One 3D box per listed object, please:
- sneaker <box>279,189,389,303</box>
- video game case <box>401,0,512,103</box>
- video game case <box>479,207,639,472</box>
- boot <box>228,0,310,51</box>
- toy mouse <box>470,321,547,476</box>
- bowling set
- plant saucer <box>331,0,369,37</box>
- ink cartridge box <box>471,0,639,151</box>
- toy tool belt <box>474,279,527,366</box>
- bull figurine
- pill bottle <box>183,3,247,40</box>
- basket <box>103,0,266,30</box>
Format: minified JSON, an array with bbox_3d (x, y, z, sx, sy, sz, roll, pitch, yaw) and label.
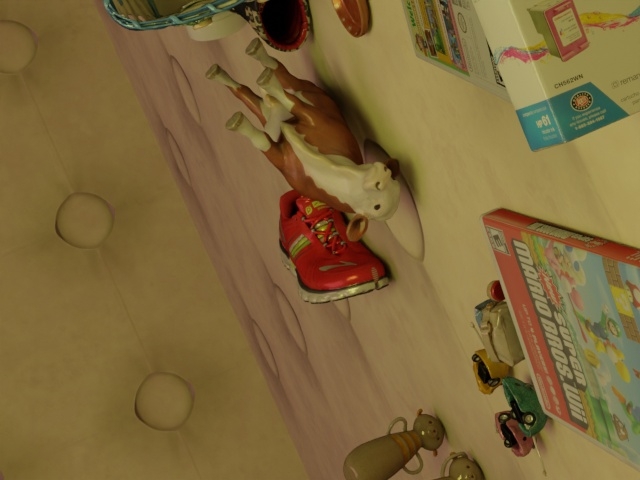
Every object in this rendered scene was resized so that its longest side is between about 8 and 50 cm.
[{"bbox_3d":[0.000,0.000,1.608,0.279,0.107,0.118,-143,41,-62],"label":"sneaker"},{"bbox_3d":[0.097,-0.223,0.952,0.193,0.023,0.212,43,155,61],"label":"video game case"},{"bbox_3d":[0.223,0.087,0.983,0.204,0.025,0.285,70,167,-14],"label":"video game case"},{"bbox_3d":[-0.091,-0.339,1.405,0.178,0.085,0.236,49,163,47],"label":"boot"},{"bbox_3d":[0.200,0.173,1.227,0.143,0.031,0.161,57,165,38],"label":"toy mouse"},{"bbox_3d":[0.173,0.355,1.507,0.200,0.154,0.287,-18,94,59],"label":"bowling set"},{"bbox_3d":[0.028,-0.245,1.229,0.083,0.013,0.083,157,90,-78],"label":"plant saucer"},{"bbox_3d":[0.151,-0.127,0.739,0.122,0.088,0.052,67,168,-2],"label":"ink cartridge box"},{"bbox_3d":[0.165,0.075,1.147,0.051,0.052,0.083,6,118,67],"label":"toy tool belt"},{"bbox_3d":[-0.019,-0.118,1.359,0.188,0.101,0.310,40,-174,-26],"label":"bull figurine"},{"bbox_3d":[-0.158,-0.359,1.577,0.112,0.112,0.187,49,158,55],"label":"pill bottle"},{"bbox_3d":[-0.125,-0.324,1.207,0.289,0.255,0.201,11,-123,-82],"label":"basket"}]
